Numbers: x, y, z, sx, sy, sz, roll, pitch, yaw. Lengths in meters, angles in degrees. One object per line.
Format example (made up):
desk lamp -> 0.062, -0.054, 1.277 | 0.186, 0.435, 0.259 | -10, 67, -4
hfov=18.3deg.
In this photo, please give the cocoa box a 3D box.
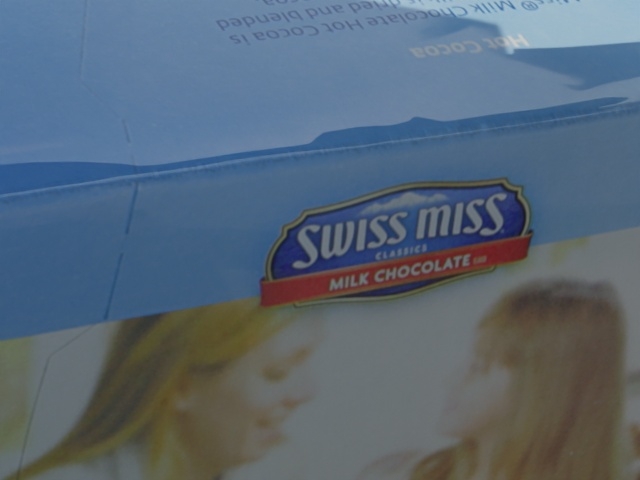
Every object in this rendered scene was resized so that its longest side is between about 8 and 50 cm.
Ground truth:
cocoa box -> 0.000, 0.000, 0.596 | 0.228, 0.347, 0.231 | 53, 144, 45
